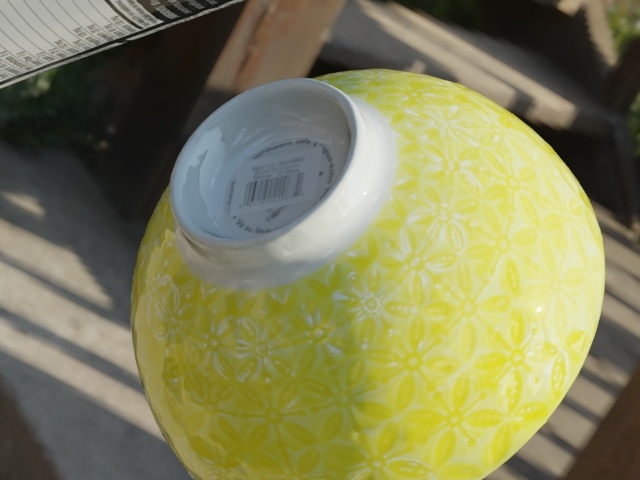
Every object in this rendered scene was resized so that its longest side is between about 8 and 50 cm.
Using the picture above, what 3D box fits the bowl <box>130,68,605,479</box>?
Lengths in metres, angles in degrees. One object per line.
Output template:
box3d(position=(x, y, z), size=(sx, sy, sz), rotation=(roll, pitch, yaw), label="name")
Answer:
box3d(position=(0.000, 0.000, 1.000), size=(0.289, 0.289, 0.156), rotation=(52, -1, 45), label="bowl")

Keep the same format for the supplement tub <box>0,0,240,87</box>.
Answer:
box3d(position=(-0.109, -0.166, 0.636), size=(0.207, 0.338, 0.207), rotation=(-17, 90, -79), label="supplement tub")
